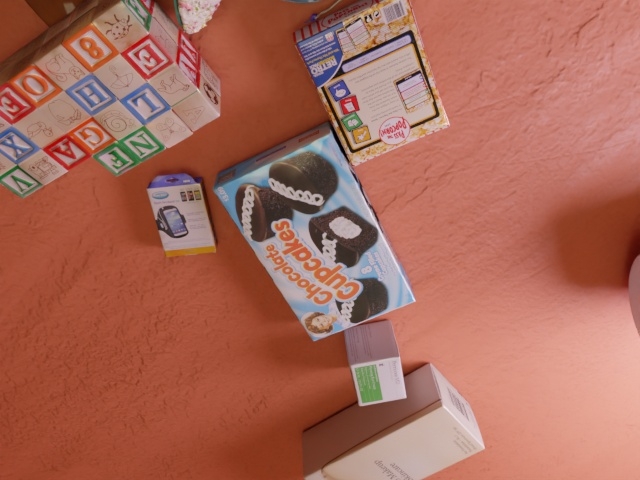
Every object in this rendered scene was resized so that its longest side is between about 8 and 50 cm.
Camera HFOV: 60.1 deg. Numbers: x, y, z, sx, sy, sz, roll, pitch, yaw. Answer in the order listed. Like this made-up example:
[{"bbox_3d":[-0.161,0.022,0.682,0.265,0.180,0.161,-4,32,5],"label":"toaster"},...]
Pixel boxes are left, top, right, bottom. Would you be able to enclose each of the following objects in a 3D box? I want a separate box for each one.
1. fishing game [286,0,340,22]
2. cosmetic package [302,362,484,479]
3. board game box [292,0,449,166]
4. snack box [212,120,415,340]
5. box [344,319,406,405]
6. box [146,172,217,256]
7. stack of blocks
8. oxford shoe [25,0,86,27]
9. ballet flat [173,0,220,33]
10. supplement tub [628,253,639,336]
[{"bbox_3d":[-0.015,-0.357,0.618,0.189,0.041,0.264,-23,132,9],"label":"fishing game"},{"bbox_3d":[0.132,0.384,1.064,0.309,0.113,0.160,-35,117,17],"label":"cosmetic package"},{"bbox_3d":[0.070,-0.208,0.724,0.147,0.045,0.193,-21,126,10],"label":"board game box"},{"bbox_3d":[0.000,0.000,0.851,0.187,0.060,0.322,-24,120,12],"label":"snack box"},{"bbox_3d":[0.094,0.212,0.961,0.087,0.102,0.101,-12,120,2],"label":"box"},{"bbox_3d":[-0.209,-0.041,0.838,0.081,0.028,0.136,-5,119,1],"label":"box"},{"bbox_3d":[-0.296,-0.169,0.694,0.297,0.087,0.171,-25,135,16],"label":"stack of blocks"},{"bbox_3d":[-0.339,-0.315,0.637,0.076,0.076,0.212,-27,121,11],"label":"oxford shoe"},{"bbox_3d":[-0.127,-0.320,0.592,0.077,0.091,0.241,9,150,1],"label":"ballet flat"},{"bbox_3d":[0.677,0.084,0.829,0.325,0.235,0.235,-10,121,3],"label":"supplement tub"}]
